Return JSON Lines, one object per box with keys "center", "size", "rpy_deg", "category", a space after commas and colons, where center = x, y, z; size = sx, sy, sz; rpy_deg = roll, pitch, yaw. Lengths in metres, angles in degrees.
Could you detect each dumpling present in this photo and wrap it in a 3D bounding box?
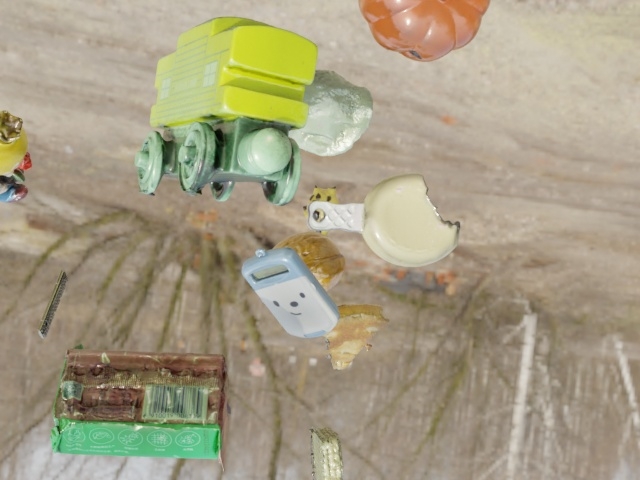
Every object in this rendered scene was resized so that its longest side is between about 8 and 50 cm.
{"center": [-0.011, -0.244, 1.737], "size": [0.219, 0.152, 0.108], "rpy_deg": [9, 170, 24], "category": "dumpling"}

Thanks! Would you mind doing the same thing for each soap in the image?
{"center": [-0.279, 0.260, 1.496], "size": [0.273, 0.098, 0.218], "rpy_deg": [2, -143, -4], "category": "soap"}

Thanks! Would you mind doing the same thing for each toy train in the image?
{"center": [-0.151, -0.194, 1.444], "size": [0.179, 0.272, 0.442], "rpy_deg": [9, 179, -26], "category": "toy train"}

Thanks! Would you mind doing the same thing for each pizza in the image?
{"center": [0.053, 0.199, 1.994], "size": [0.154, 0.069, 0.194], "rpy_deg": [-8, 139, -21], "category": "pizza"}

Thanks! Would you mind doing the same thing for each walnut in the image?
{"center": [-0.037, 0.056, 2.035], "size": [0.180, 0.144, 0.144], "rpy_deg": [-30, 163, 13], "category": "walnut"}

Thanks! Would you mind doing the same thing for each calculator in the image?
{"center": [-0.054, 0.092, 1.691], "size": [0.121, 0.039, 0.210], "rpy_deg": [-18, 121, 32], "category": "calculator"}

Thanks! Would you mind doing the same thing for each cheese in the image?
{"center": [0.106, -0.018, 1.586], "size": [0.249, 0.163, 0.071], "rpy_deg": [-19, -175, -17], "category": "cheese"}

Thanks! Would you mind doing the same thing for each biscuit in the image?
{"center": [0.018, 0.444, 1.596], "size": [0.046, 0.250, 0.147], "rpy_deg": [-4, 175, -7], "category": "biscuit"}

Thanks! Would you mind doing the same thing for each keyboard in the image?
{"center": [-0.513, 0.122, 1.814], "size": [0.015, 0.129, 0.049], "rpy_deg": [18, 156, -5], "category": "keyboard"}

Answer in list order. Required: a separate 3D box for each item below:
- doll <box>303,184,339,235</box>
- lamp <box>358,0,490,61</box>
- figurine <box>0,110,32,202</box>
{"center": [0.000, 0.000, 2.488], "size": [0.117, 0.291, 0.086], "rpy_deg": [5, 179, 34], "category": "doll"}
{"center": [0.152, -0.350, 1.349], "size": [0.188, 0.187, 0.164], "rpy_deg": [10, -172, -18], "category": "lamp"}
{"center": [-0.562, -0.147, 1.663], "size": [0.234, 0.127, 0.185], "rpy_deg": [-35, 143, 31], "category": "figurine"}
